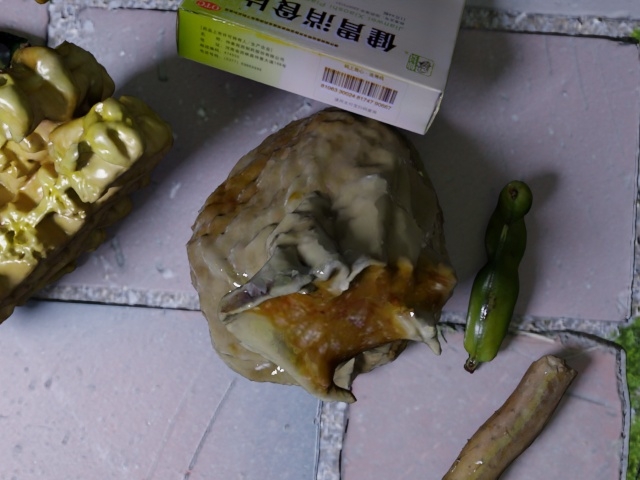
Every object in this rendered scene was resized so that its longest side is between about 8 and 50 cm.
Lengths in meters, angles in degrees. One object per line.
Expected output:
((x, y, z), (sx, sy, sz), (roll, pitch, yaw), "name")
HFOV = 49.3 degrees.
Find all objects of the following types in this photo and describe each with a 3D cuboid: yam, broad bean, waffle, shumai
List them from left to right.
((-0.290, -0.034, 0.648), (0.324, 0.261, 0.151), (-41, 95, 1), "waffle")
((0.000, 0.000, 0.646), (0.267, 0.262, 0.314), (19, 86, 0), "shumai")
((0.182, 0.220, 0.739), (0.057, 0.057, 0.241), (39, 90, 2), "yam")
((0.188, 0.042, 0.741), (0.048, 0.070, 0.213), (12, 97, 18), "broad bean")

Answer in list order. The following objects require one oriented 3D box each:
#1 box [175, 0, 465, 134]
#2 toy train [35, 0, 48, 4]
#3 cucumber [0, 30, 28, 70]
((0.008, -0.222, 0.710), (0.261, 0.062, 0.175), (19, 52, 0), "box")
((-0.233, -0.420, 0.668), (0.178, 0.249, 0.429), (41, 89, 2), "toy train")
((-0.418, -0.188, 0.749), (0.193, 0.086, 0.115), (2, 85, -6), "cucumber")
